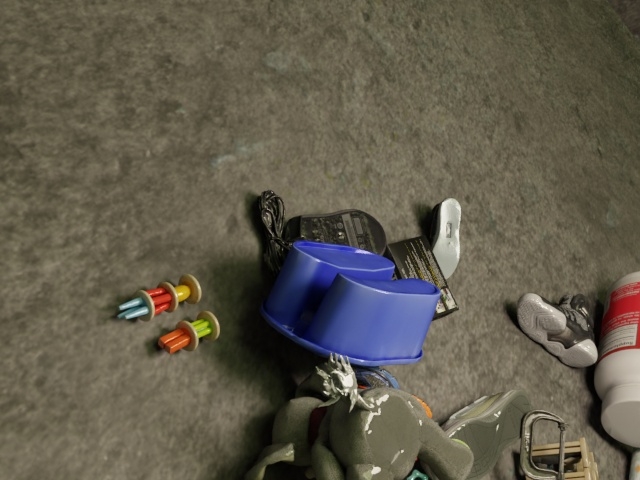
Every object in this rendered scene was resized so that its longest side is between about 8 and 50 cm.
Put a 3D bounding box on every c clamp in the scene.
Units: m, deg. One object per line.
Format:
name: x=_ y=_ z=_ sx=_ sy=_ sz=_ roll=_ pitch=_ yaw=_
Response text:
c clamp: x=0.462 y=0.419 z=1.799 sx=0.137 sy=0.022 sz=0.161 roll=3 pitch=74 yaw=-3

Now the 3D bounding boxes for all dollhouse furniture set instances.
dollhouse furniture set: x=0.511 y=0.510 z=1.894 sx=0.184 sy=0.129 sz=0.129 roll=52 pitch=33 yaw=-52

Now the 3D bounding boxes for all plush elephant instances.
plush elephant: x=0.029 y=0.335 z=1.458 sx=0.272 sy=0.255 sz=0.330 roll=-45 pitch=107 yaw=-38

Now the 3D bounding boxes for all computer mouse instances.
computer mouse: x=0.000 y=0.000 z=1.751 sx=0.272 sy=0.072 sz=0.188 roll=0 pitch=67 yaw=-29

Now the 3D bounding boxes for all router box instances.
router box: x=0.203 y=0.084 z=1.896 sx=0.133 sy=0.046 sz=0.179 roll=-12 pitch=74 yaw=-45

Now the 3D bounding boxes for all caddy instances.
caddy: x=0.054 y=0.127 z=1.588 sx=0.241 sy=0.179 sz=0.341 roll=31 pitch=15 yaw=36

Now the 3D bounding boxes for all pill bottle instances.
pill bottle: x=0.786 y=0.284 z=2.177 sx=0.229 sy=0.229 sz=0.408 roll=41 pitch=45 yaw=-16

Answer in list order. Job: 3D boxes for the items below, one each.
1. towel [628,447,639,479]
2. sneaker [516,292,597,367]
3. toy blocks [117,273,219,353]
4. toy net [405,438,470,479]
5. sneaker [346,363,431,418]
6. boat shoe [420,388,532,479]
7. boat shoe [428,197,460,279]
towel: x=0.842 y=0.689 z=2.088 sx=0.374 sy=0.090 sz=0.320 roll=40 pitch=44 yaw=-18
sneaker: x=0.557 y=0.175 z=2.132 sx=0.268 sy=0.101 sz=0.153 roll=41 pitch=44 yaw=-25
toy blocks: x=-0.247 y=0.128 z=1.450 sx=0.148 sy=0.054 sz=0.123 roll=-20 pitch=80 yaw=-47
toy net: x=0.163 y=0.434 z=1.596 sx=0.122 sy=0.045 sz=0.232 roll=37 pitch=66 yaw=14
sneaker: x=0.113 y=0.300 z=1.662 sx=0.221 sy=0.083 sz=0.087 roll=37 pitch=54 yaw=-16
boat shoe: x=0.296 y=0.382 z=1.778 sx=0.320 sy=0.103 sz=0.118 roll=-26 pitch=101 yaw=-42
boat shoe: x=0.271 y=0.000 z=2.000 sx=0.065 sy=0.083 sz=0.183 roll=11 pitch=83 yaw=-7
